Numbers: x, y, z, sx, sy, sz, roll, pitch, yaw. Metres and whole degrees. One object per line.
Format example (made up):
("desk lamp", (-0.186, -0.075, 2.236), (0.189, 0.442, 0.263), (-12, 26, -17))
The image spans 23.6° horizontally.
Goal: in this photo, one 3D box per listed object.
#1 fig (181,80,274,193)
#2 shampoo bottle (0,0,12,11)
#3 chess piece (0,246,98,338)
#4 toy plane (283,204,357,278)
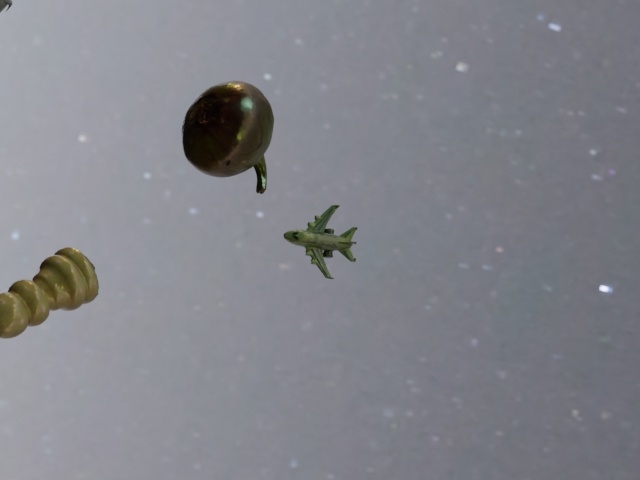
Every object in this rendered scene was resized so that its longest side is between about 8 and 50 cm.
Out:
("fig", (-0.074, -0.093, 1.339), (0.082, 0.098, 0.084), (-21, -119, 18))
("shampoo bottle", (-0.447, -0.272, 1.884), (0.214, 0.072, 0.072), (-44, -136, 4))
("chess piece", (-0.414, 0.082, 2.227), (0.094, 0.170, 0.094), (25, -51, 35))
("toy plane", (-0.001, 0.000, 1.631), (0.033, 0.083, 0.080), (159, -63, -72))
